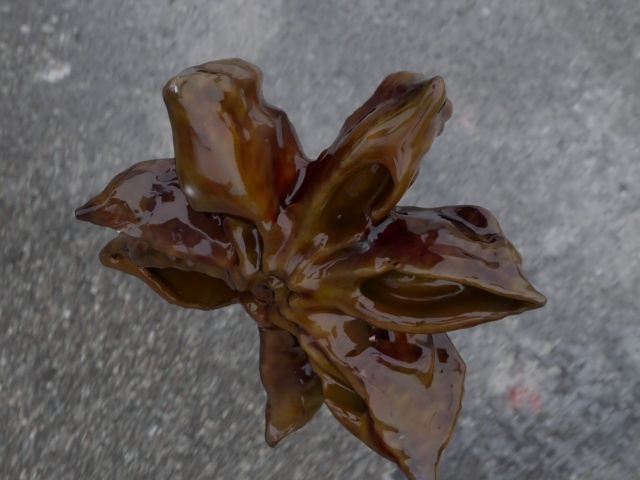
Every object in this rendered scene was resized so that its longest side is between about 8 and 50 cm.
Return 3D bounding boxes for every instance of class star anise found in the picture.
[{"bbox_3d":[-0.003,-0.001,0.696,0.212,0.196,0.111,31,60,25],"label":"star anise"}]
